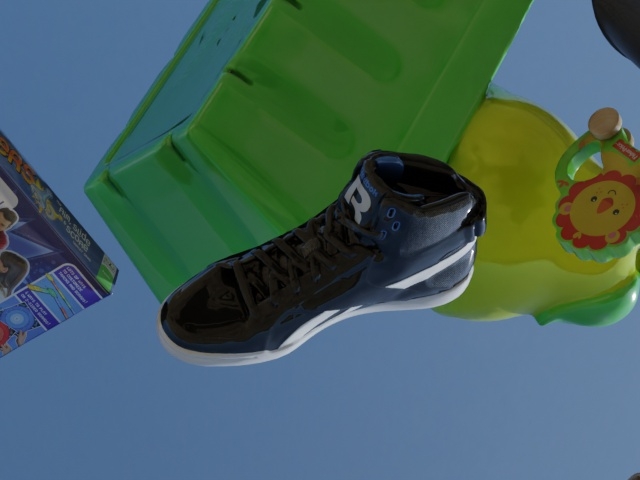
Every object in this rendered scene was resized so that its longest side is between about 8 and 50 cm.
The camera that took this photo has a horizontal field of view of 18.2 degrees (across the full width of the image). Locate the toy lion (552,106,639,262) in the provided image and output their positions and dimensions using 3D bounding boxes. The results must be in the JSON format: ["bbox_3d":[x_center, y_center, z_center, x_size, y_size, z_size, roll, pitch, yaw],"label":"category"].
[{"bbox_3d":[0.196,-0.033,1.372,0.096,0.034,0.100,-42,-136,-2],"label":"toy lion"}]

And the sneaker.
[{"bbox_3d":[0.000,0.000,1.250,0.217,0.121,0.079,-16,-125,-18],"label":"sneaker"}]

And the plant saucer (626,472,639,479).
[{"bbox_3d":[0.131,0.134,0.791,0.015,0.083,0.083,5,-124,-9],"label":"plant saucer"}]

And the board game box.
[{"bbox_3d":[-0.251,-0.013,1.347,0.136,0.201,0.035,-29,-156,19],"label":"board game box"}]

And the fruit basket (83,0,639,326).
[{"bbox_3d":[0.063,-0.052,1.536,0.392,0.283,0.392,11,-110,-33],"label":"fruit basket"}]

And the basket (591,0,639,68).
[{"bbox_3d":[0.269,-0.132,1.148,0.154,0.204,0.227,39,-160,-24],"label":"basket"}]
